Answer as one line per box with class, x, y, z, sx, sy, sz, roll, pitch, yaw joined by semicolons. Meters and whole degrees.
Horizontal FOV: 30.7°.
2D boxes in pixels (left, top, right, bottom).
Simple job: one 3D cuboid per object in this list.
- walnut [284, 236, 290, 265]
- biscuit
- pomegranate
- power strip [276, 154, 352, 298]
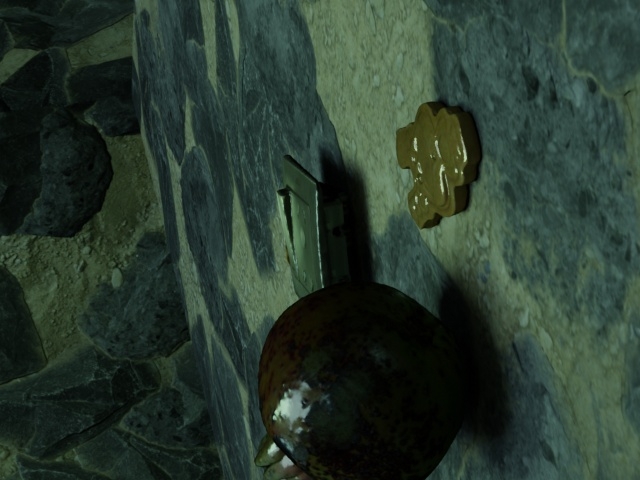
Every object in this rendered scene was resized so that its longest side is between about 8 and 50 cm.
walnut;-0.024;-0.001;2.070;0.091;0.052;0.121;-44;-50;-58
biscuit;0.141;-0.096;1.437;0.236;0.040;0.144;135;118;-75
pomegranate;0.023;0.214;1.485;0.340;0.285;0.285;-48;48;34
power strip;0.001;-0.001;1.906;0.251;0.092;0.257;-145;45;-66
